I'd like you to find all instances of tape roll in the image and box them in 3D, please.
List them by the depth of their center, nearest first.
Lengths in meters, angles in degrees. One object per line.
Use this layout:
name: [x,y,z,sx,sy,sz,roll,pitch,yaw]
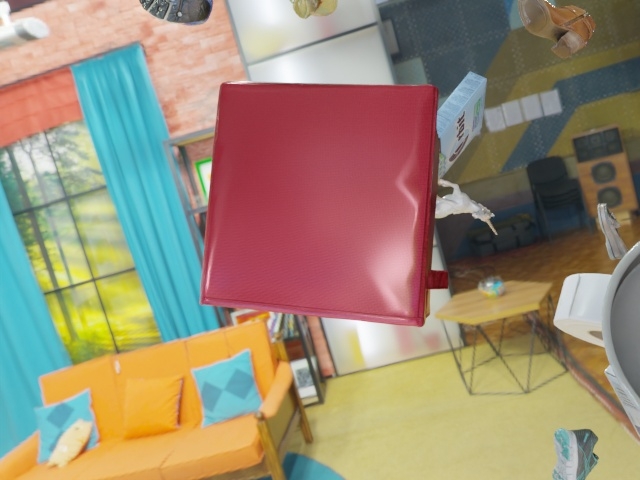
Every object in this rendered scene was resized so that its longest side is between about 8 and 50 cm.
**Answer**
tape roll: [0.626,0.160,1.172,0.286,0.100,0.286,19,-10,3]

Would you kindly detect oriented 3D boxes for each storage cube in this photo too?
storage cube: [0.016,-0.028,0.552,0.215,0.193,0.183,3,-3,13]

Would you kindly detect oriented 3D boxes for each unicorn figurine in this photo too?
unicorn figurine: [0.236,-0.064,1.053,0.111,0.060,0.162,25,-6,-26]

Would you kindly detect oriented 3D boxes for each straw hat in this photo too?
straw hat: [-0.034,-0.544,1.325,0.144,0.061,0.144,18,-20,7]

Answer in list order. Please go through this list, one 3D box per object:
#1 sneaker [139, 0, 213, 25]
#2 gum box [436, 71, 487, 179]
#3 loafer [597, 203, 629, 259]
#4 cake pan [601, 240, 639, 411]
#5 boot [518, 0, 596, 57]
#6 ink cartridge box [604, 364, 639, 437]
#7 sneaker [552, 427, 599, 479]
sneaker: [-0.246,-0.470,1.023,0.147,0.330,0.130,8,-53,-40]
gum box: [0.261,-0.216,1.159,0.184,0.041,0.157,-50,-24,-14]
loafer: [0.620,-0.021,1.226,0.039,0.125,0.045,-12,10,40]
cake pan: [0.489,0.116,0.701,0.293,0.293,0.054,-16,-19,4]
boot: [0.576,-0.545,1.410,0.152,0.197,0.073,-42,6,-29]
ink cartridge box: [0.557,0.199,0.891,0.224,0.223,0.045,-43,27,-10]
sneaker: [0.473,0.413,1.061,0.076,0.166,0.065,-9,24,-7]
